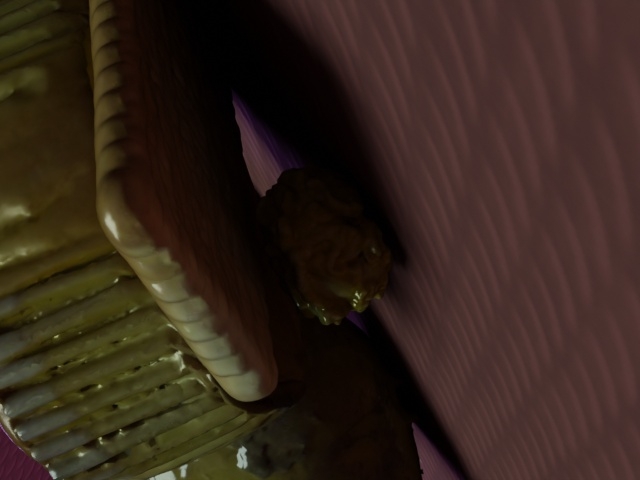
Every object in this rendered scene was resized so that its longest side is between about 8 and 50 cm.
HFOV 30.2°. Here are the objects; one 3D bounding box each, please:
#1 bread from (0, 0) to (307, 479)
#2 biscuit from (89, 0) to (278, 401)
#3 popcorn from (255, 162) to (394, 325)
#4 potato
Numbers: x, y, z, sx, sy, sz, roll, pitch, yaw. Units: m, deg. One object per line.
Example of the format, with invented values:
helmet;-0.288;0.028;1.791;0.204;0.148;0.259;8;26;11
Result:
bread;-0.132;-0.006;0.682;0.288;0.156;0.204;68;-166;8
biscuit;-0.073;-0.056;0.576;0.160;0.030;0.250;61;-167;-49
popcorn;0.000;0.000;0.593;0.083;0.057;0.082;53;171;37
potato;-0.039;0.141;0.863;0.229;0.229;0.266;48;173;42
